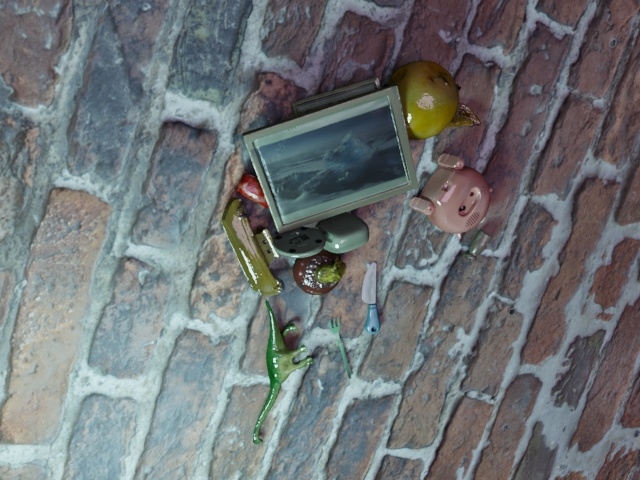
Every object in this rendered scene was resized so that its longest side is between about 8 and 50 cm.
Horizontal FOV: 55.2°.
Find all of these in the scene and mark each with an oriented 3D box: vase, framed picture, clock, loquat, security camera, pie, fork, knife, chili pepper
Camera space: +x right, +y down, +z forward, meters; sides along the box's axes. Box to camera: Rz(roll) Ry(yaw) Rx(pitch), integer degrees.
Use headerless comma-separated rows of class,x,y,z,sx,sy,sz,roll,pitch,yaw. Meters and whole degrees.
vase,0.539,0.019,2.092,0.053,0.053,0.100,28,97,-23
framed picture,0.040,-0.224,1.745,0.447,0.028,0.325,-19,118,0
clock,0.450,-0.128,1.981,0.241,0.142,0.227,33,91,-27
loquat,0.285,-0.412,1.808,0.244,0.244,0.243,-5,105,-18
security camera,0.000,0.000,1.832,0.302,0.157,0.080,-19,126,-26
pie,0.420,-0.401,1.957,0.191,0.033,0.088,-7,90,-16
fork,0.067,0.358,2.036,0.039,0.021,0.235,-18,110,-10
framed picture,0.068,-0.337,1.788,0.275,0.017,0.217,-14,110,17
knife,0.165,0.193,2.025,0.058,0.032,0.244,-6,101,-9
chili pepper,-0.187,-0.146,1.797,0.123,0.070,0.073,26,121,-24

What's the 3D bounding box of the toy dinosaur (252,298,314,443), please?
toy dinosaur,-0.174,0.413,1.942,0.301,0.087,0.446,-28,109,-3

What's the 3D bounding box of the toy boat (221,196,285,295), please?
toy boat,-0.193,0.018,1.825,0.122,0.089,0.321,-28,109,-16

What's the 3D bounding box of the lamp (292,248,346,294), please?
lamp,-0.004,0.095,1.881,0.156,0.135,0.157,39,91,-22
